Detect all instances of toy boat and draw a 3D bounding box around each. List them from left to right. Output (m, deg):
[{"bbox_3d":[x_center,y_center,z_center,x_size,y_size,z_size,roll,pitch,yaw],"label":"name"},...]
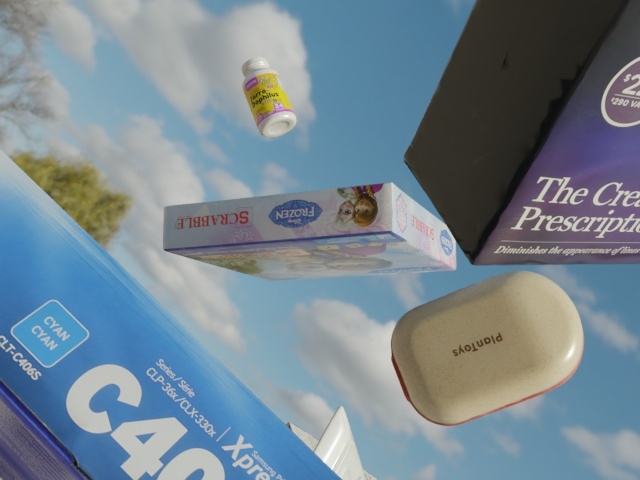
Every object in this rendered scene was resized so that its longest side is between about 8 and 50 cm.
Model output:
[{"bbox_3d":[0.209,0.134,0.963,0.151,0.231,0.151,43,26,-73],"label":"toy boat"}]

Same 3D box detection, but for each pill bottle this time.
[{"bbox_3d":[-0.059,-0.158,0.842,0.043,0.043,0.083,108,-38,-67],"label":"pill bottle"}]

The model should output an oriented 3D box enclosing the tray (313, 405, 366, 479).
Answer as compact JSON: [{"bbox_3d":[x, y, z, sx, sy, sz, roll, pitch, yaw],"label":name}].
[{"bbox_3d":[0.021,0.325,0.945,0.030,0.145,0.270,17,-32,23],"label":"tray"}]

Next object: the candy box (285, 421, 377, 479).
[{"bbox_3d":[-0.028,0.375,1.121,0.233,0.159,0.071,44,14,-38],"label":"candy box"}]

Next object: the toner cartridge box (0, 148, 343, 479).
[{"bbox_3d":[-0.141,0.060,0.377,0.348,0.075,0.165,43,-36,8],"label":"toner cartridge box"}]

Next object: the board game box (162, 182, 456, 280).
[{"bbox_3d":[0.000,0.000,1.083,0.319,0.066,0.318,-4,-12,23],"label":"board game box"}]

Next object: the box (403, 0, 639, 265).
[{"bbox_3d":[0.205,-0.082,0.424,0.103,0.261,0.184,-116,-145,-44],"label":"box"}]
